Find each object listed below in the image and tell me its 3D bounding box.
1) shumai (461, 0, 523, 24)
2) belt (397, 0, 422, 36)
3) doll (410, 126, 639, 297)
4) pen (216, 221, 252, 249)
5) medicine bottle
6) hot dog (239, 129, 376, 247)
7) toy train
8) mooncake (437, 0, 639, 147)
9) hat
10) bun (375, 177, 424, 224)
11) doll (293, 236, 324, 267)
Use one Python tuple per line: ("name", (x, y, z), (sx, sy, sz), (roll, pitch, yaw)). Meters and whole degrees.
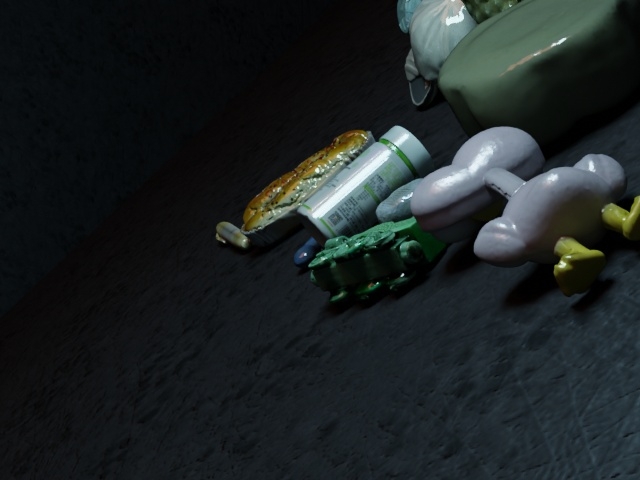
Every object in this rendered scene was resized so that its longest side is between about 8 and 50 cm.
("shumai", (0.369, -0.485, 1.557), (0.323, 0.397, 0.324), (-23, -3, -33))
("belt", (0.242, -0.483, 2.141), (0.198, 0.151, 0.078), (-42, 16, -5))
("doll", (0.192, -0.042, 1.056), (0.160, 0.094, 0.365), (-36, 16, -7))
("pen", (-0.156, -0.005, 1.889), (0.040, 0.032, 0.233), (-62, 17, 0))
("medicine bottle", (0.062, -0.067, 1.457), (0.183, 0.086, 0.086), (-40, 15, -11))
("hot dog", (-0.019, -0.086, 1.724), (0.268, 0.075, 0.144), (-38, 17, 9))
("toy train", (0.063, 0.017, 1.239), (0.178, 0.071, 0.104), (-18, 17, 50))
("mooncake", (0.279, -0.214, 1.302), (0.275, 0.135, 0.275), (-32, 18, 12))
("hat", (0.225, -0.350, 1.791), (0.232, 0.161, 0.275), (-36, 11, -9))
("bun", (0.110, -0.043, 1.349), (0.083, 0.045, 0.083), (-33, 14, 9))
("doll", (0.000, 0.000, 1.522), (0.037, 0.027, 0.125), (-22, 19, 44))
